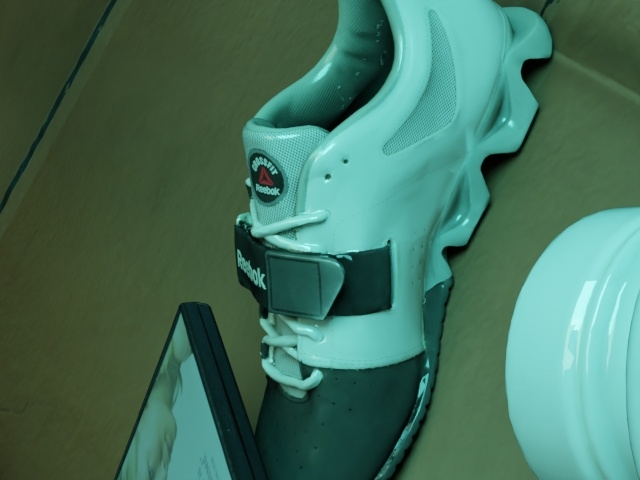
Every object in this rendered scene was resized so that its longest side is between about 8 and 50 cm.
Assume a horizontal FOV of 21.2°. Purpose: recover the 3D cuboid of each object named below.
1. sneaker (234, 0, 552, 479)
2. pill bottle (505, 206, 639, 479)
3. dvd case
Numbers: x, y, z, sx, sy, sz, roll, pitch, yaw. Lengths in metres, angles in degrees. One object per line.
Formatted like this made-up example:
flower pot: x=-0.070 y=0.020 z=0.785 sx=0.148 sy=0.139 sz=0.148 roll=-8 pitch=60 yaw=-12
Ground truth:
sneaker: x=0.000 y=0.000 z=0.933 sx=0.122 sy=0.146 sz=0.330 roll=13 pitch=83 yaw=53
pill bottle: x=0.218 y=0.051 z=0.583 sx=0.318 sy=0.176 sz=0.176 roll=1 pitch=71 yaw=53
dvd case: x=-0.089 y=0.186 z=0.978 sx=0.180 sy=0.022 sz=0.253 roll=-113 pitch=37 yaw=-46
